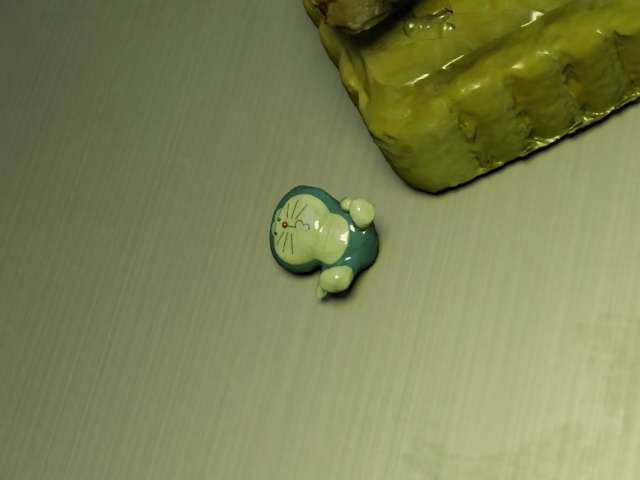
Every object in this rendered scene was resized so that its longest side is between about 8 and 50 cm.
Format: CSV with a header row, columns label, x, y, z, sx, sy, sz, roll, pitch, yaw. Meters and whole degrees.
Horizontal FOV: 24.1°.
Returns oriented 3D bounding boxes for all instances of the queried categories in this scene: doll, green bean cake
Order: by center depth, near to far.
label,x,y,z,sx,sy,sz,roll,pitch,yaw
doll,0.000,0.000,1.064,0.083,0.050,0.076,20,91,27
green bean cake,0.113,-0.181,1.066,0.236,0.124,0.233,-27,58,8

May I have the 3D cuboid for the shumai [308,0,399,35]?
label,x,y,z,sx,sy,sz,roll,pitch,yaw
shumai,0.068,-0.234,0.965,0.175,0.166,0.206,2,65,-2
